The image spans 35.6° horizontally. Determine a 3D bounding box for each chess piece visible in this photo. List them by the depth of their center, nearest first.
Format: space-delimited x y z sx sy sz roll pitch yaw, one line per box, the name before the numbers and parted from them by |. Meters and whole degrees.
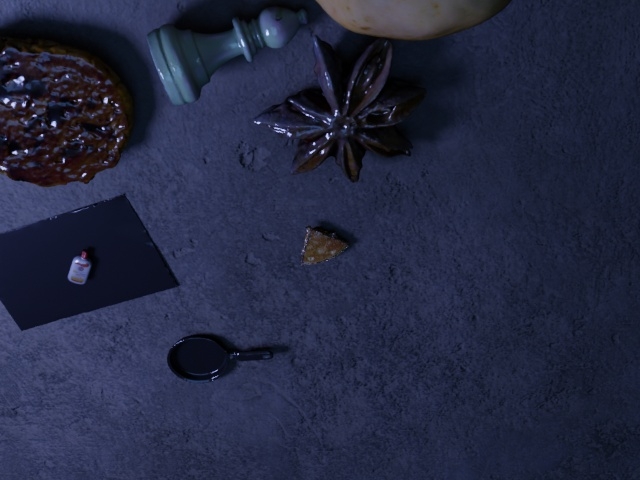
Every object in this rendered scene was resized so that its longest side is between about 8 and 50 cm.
chess piece | -0.149 -0.338 1.705 0.271 0.139 0.139 -21 125 -1

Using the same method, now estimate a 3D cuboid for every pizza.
pizza | 0.010 0.008 2.007 0.099 0.029 0.100 -1 129 -10

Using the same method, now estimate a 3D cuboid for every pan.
pan | -0.217 0.254 2.178 0.235 0.028 0.136 -5 127 7

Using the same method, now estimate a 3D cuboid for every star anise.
star anise | 0.032 -0.230 1.783 0.315 0.108 0.315 1 127 2

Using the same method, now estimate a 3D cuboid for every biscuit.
biscuit | -0.504 -0.232 1.789 0.334 0.081 0.289 11 125 -14

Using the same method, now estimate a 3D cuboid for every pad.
pad | -0.509 0.053 2.043 0.367 0.007 0.248 -16 125 11

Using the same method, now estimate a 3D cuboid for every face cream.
face cream | -0.485 0.052 2.025 0.040 0.021 0.083 17 124 -13

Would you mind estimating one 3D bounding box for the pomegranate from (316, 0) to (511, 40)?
pomegranate | 0.134 -0.481 1.428 0.411 0.411 0.412 0 126 -1
